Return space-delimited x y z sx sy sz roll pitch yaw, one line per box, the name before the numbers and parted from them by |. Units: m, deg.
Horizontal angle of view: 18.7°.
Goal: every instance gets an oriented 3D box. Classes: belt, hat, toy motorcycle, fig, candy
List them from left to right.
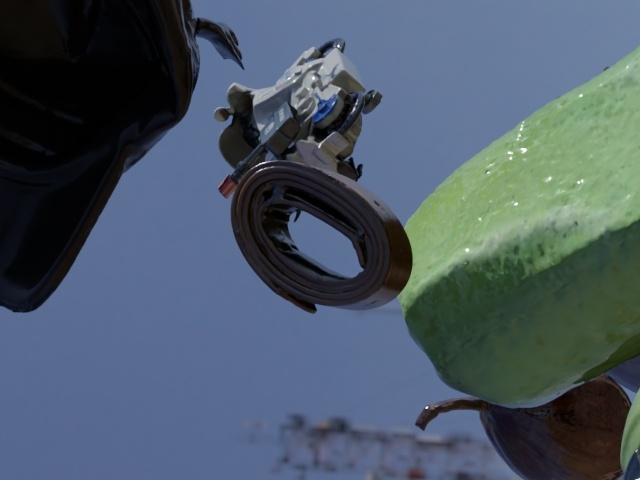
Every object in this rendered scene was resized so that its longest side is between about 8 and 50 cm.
hat | -0.191 -0.128 1.385 0.336 0.238 0.209 -63 -5 32
toy motorcycle | -0.022 -0.100 1.704 0.102 0.150 0.221 42 -167 -21
belt | 0.000 0.000 0.860 0.059 0.083 0.036 -61 -23 8
fig | 0.227 0.169 1.973 0.202 0.148 0.149 39 -151 -7
candy | 0.190 -0.029 0.954 0.142 0.343 0.132 41 -142 -19

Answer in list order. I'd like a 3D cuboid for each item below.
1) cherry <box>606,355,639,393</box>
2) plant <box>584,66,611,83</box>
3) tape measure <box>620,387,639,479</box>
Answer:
cherry | 0.235 0.029 1.344 0.140 0.176 0.176 -45 -41 -22
plant | 0.255 -0.068 1.574 0.203 0.142 0.131 -26 -61 -20
tape measure | 0.272 0.134 1.187 0.200 0.175 0.106 -47 -24 -36
